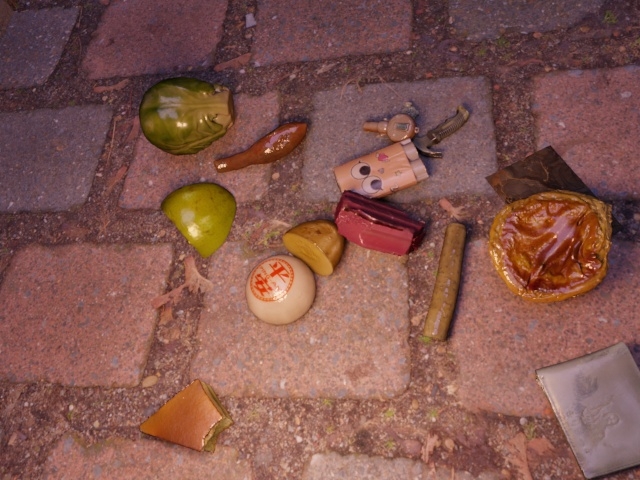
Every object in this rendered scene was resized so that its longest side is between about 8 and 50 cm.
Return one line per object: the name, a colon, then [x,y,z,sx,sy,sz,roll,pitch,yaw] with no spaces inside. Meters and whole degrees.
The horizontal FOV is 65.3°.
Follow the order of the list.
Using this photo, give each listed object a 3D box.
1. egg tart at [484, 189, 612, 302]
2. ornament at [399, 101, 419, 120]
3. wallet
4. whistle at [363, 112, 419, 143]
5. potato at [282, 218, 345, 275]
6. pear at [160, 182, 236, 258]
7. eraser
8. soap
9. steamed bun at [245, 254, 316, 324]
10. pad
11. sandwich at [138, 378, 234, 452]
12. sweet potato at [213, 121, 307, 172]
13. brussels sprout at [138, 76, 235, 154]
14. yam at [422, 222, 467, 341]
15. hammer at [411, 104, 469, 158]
egg tart: [0.655,0.019,1.453,0.339,0.153,0.351,1,67,16]
ornament: [0.324,-0.461,1.822,0.068,0.041,0.092,-26,53,-7]
wallet: [0.737,0.437,1.300,0.251,0.054,0.290,-20,68,7]
whistle: [0.250,-0.401,1.776,0.220,0.057,0.107,15,93,36]
potato: [0.000,0.000,1.616,0.203,0.178,0.158,10,47,43]
pear: [-0.422,-0.118,1.783,0.239,0.139,0.288,-38,64,-16]
eraser: [0.202,-0.223,1.709,0.290,0.087,0.171,-21,67,2]
soap: [0.191,-0.049,1.570,0.289,0.112,0.182,16,30,-6]
steamed bun: [-0.133,0.146,1.577,0.232,0.145,0.232,-5,65,10]
pad: [0.735,-0.123,1.589,0.247,0.007,0.367,-27,62,-1]
sandwich: [-0.387,0.549,1.464,0.220,0.108,0.186,-38,62,-9]
sweet potato: [-0.215,-0.330,1.851,0.385,0.109,0.109,-26,62,7]
brussels sprout: [-0.493,-0.474,1.876,0.354,0.289,0.281,-14,76,-8]
yam: [0.384,0.124,1.511,0.083,0.083,0.371,12,70,18]
hammer: [0.429,-0.386,1.762,0.226,0.041,0.159,-36,63,-6]
